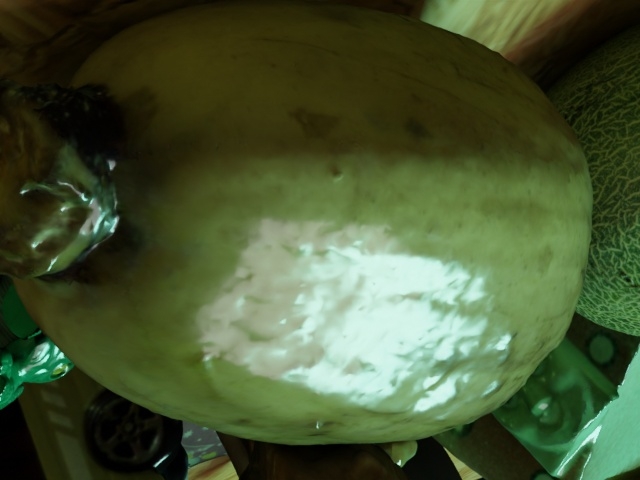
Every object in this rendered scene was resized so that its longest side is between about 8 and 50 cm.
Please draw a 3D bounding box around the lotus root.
[{"bbox_3d":[0.000,0.000,0.498,0.257,0.140,0.154,4,137,-46],"label":"lotus root"}]

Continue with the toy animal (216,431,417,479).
[{"bbox_3d":[0.003,0.101,0.649,0.097,0.157,0.312,-28,-157,-1],"label":"toy animal"}]

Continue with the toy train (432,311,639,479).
[{"bbox_3d":[0.183,0.054,0.836,0.326,0.159,0.129,-8,126,-50],"label":"toy train"}]

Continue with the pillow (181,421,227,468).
[{"bbox_3d":[-0.027,0.079,0.819,0.185,0.043,0.118,-19,156,-14],"label":"pillow"}]

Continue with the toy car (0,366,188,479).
[{"bbox_3d":[-0.089,0.172,0.646,0.124,0.256,0.101,-21,161,-10],"label":"toy car"}]

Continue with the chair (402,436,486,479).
[{"bbox_3d":[0.119,0.170,0.989,0.401,0.226,0.226,-12,156,-37],"label":"chair"}]

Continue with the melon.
[{"bbox_3d":[0.160,-0.028,0.643,0.192,0.139,0.139,-27,163,23],"label":"melon"}]

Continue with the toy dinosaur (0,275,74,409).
[{"bbox_3d":[-0.098,0.024,0.561,0.096,0.059,0.132,-12,148,-53],"label":"toy dinosaur"}]
